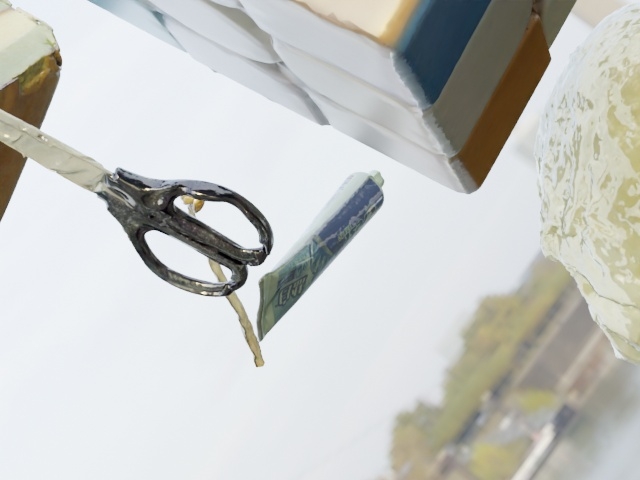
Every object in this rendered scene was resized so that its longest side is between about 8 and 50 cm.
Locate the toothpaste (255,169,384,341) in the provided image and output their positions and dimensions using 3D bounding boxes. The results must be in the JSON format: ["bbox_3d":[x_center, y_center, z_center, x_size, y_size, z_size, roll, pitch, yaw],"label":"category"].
[{"bbox_3d":[0.001,-0.001,1.650,0.069,0.047,0.268,-46,1,41],"label":"toothpaste"}]

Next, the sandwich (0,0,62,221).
[{"bbox_3d":[-0.392,-0.118,1.814,0.227,0.155,0.198,-39,-30,-39],"label":"sandwich"}]

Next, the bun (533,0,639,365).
[{"bbox_3d":[0.295,-0.008,1.281,0.227,0.352,0.349,-39,-49,1],"label":"bun"}]

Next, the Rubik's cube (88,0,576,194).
[{"bbox_3d":[0.008,-0.275,1.019,0.344,0.347,0.347,-60,-14,-3],"label":"Rubik's cube"}]

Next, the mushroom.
[{"bbox_3d":[-0.101,0.040,1.777,0.026,0.028,0.286,-16,-43,1],"label":"mushroom"}]

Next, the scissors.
[{"bbox_3d":[-0.175,-0.049,1.294,0.109,0.300,0.022,-48,20,37],"label":"scissors"}]
